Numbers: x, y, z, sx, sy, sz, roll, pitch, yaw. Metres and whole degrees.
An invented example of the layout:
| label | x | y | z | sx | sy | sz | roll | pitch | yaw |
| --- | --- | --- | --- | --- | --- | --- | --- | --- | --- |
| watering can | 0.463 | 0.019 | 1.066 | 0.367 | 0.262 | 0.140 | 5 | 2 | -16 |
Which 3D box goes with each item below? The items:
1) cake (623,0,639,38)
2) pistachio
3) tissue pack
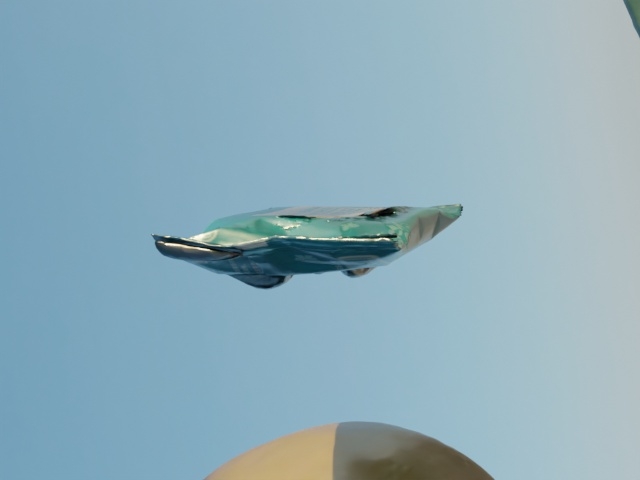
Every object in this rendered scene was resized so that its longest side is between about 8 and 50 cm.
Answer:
| label | x | y | z | sx | sy | sz | roll | pitch | yaw |
| --- | --- | --- | --- | --- | --- | --- | --- | --- | --- |
| cake | 0.242 | -0.152 | 0.521 | 0.172 | 0.158 | 0.283 | 45 | -112 | -12 |
| pistachio | 0.012 | 0.141 | 0.596 | 0.165 | 0.210 | 0.130 | 23 | -98 | -24 |
| tissue pack | 0.000 | 0.000 | 0.511 | 0.138 | 0.085 | 0.028 | -27 | -67 | -74 |
